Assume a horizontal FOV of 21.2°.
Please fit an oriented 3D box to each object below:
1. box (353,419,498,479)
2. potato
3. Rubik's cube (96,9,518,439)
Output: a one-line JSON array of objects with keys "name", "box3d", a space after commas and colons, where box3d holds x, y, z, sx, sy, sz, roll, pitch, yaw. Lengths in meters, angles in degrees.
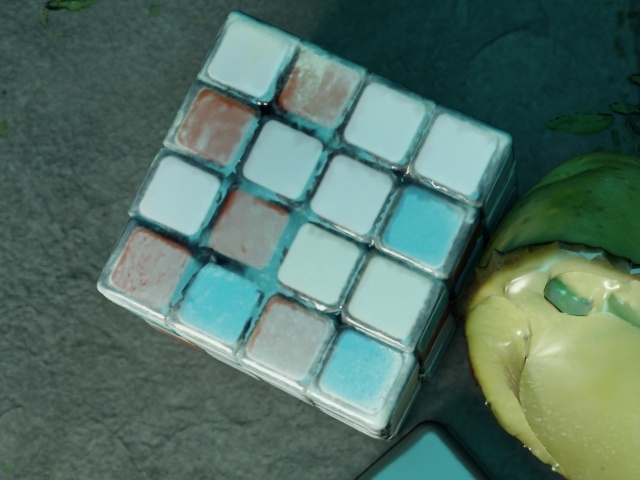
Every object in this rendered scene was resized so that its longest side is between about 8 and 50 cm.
[{"name": "box", "box3d": [0.114, 0.282, 1.456, 0.160, 0.050, 0.230, -41, 79, -2]}, {"name": "potato", "box3d": [0.239, 0.050, 1.394, 0.242, 0.242, 0.285, -43, 113, -3]}, {"name": "Rubik's cube", "box3d": [-0.001, -0.001, 1.410, 0.256, 0.259, 0.253, 26, 85, 10]}]
